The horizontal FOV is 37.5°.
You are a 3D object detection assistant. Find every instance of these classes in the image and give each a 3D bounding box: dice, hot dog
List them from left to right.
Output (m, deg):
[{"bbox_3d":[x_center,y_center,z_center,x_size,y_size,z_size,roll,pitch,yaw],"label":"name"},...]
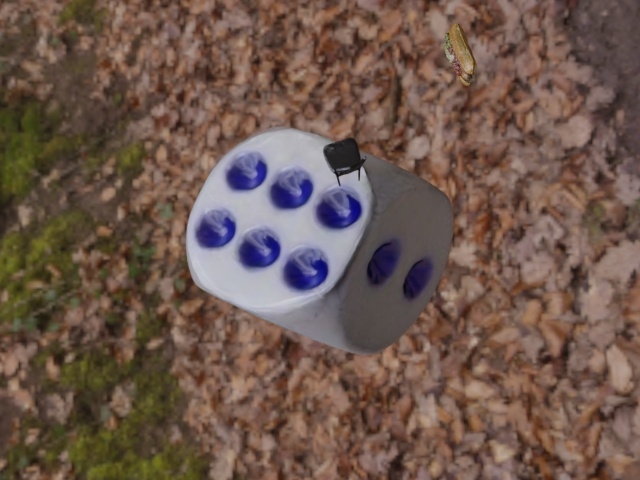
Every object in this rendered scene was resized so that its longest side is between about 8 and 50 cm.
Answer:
[{"bbox_3d":[0.000,0.000,1.239,0.259,0.251,0.243,25,90,32],"label":"dice"},{"bbox_3d":[0.150,-0.204,1.028,0.037,0.021,0.083,98,163,-48],"label":"hot dog"}]

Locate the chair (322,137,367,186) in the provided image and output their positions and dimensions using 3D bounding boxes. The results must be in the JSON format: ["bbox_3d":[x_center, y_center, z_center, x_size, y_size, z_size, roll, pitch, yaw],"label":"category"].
[{"bbox_3d":[0.024,-0.084,0.969,0.086,0.037,0.042,86,163,-83],"label":"chair"}]
